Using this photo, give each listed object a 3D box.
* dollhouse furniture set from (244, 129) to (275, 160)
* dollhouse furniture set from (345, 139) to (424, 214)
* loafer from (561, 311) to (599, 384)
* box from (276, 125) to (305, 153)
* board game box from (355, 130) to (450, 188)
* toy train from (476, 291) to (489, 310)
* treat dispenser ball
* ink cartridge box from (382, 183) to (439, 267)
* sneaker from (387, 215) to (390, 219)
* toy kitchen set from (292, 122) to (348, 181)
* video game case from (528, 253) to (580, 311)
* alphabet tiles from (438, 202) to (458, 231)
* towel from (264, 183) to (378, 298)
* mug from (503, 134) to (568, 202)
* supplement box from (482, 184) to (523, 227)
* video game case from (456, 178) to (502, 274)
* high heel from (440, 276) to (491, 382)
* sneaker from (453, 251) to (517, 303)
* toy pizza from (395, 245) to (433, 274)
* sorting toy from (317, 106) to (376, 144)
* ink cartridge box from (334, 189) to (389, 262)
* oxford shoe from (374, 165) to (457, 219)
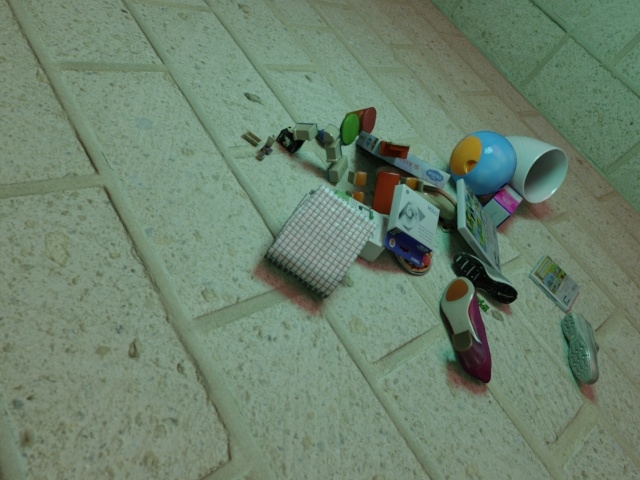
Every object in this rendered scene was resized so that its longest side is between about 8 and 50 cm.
[{"bbox_3d":[-0.218,-0.358,1.686,0.114,0.081,0.091,36,42,-2],"label":"dollhouse furniture set"},{"bbox_3d":[0.240,-0.220,1.700,0.262,0.259,0.135,6,13,-10],"label":"dollhouse furniture set"},{"bbox_3d":[1.006,0.408,1.814,0.112,0.112,0.319,23,43,-4],"label":"loafer"},{"bbox_3d":[-0.112,-0.378,1.796,0.083,0.052,0.062,43,42,4],"label":"box"},{"bbox_3d":[0.321,-0.330,1.926,0.318,0.065,0.318,24,14,-14],"label":"board game box"},{"bbox_3d":[0.588,0.224,1.760,0.017,0.023,0.083,-20,67,-43],"label":"toy train"},{"bbox_3d":[0.730,-0.347,2.155,0.288,0.288,0.288,18,46,-20],"label":"treat dispenser ball"},{"bbox_3d":[0.317,-0.047,1.640,0.223,0.045,0.223,27,69,-38],"label":"ink cartridge box"},{"bbox_3d":[0.275,-0.055,1.764,0.075,0.063,0.170,34,37,6],"label":"sneaker"},{"bbox_3d":[0.001,-0.341,1.789,0.166,0.207,0.122,7,39,20],"label":"toy kitchen set"},{"bbox_3d":[1.024,0.181,2.087,0.206,0.026,0.227,48,44,11],"label":"video game case"},{"bbox_3d":[0.563,-0.115,2.050,0.237,0.009,0.198,0,54,-34],"label":"alphabet tiles"},{"bbox_3d":[0.000,0.000,1.444,0.235,0.121,0.283,35,67,-1],"label":"towel"},{"bbox_3d":[0.995,-0.343,2.357,0.374,0.276,0.328,46,1,-39],"label":"mug"},{"bbox_3d":[0.822,-0.156,2.182,0.114,0.111,0.220,46,42,10],"label":"supplement box"},{"bbox_3d":[0.640,-0.051,1.939,0.300,0.036,0.329,47,36,-24],"label":"video game case"},{"bbox_3d":[0.498,0.291,1.614,0.181,0.127,0.377,54,32,-25],"label":"high heel"},{"bbox_3d":[0.618,0.136,1.818,0.272,0.100,0.108,36,22,-1],"label":"sneaker"},{"bbox_3d":[0.342,0.024,1.721,0.201,0.032,0.201,14,64,-31],"label":"toy pizza"},{"bbox_3d":[0.095,-0.488,2.019,0.126,0.127,0.365,23,38,29],"label":"sorting toy"},{"bbox_3d":[0.117,-0.048,1.631,0.219,0.092,0.160,27,44,-10],"label":"ink cartridge box"},{"bbox_3d":[0.376,-0.148,1.892,0.397,0.140,0.146,22,69,-16],"label":"oxford shoe"}]
